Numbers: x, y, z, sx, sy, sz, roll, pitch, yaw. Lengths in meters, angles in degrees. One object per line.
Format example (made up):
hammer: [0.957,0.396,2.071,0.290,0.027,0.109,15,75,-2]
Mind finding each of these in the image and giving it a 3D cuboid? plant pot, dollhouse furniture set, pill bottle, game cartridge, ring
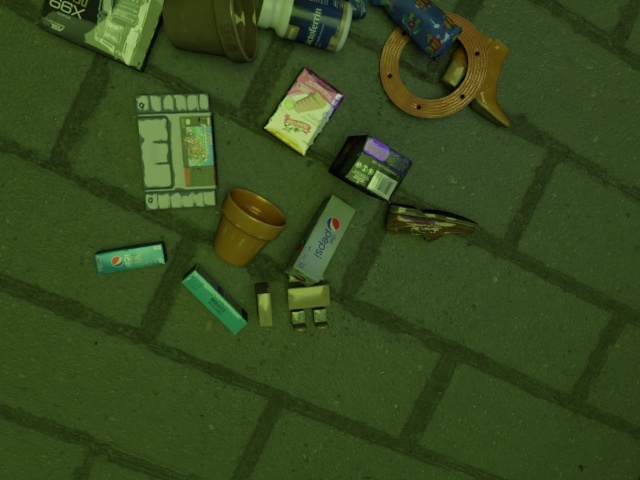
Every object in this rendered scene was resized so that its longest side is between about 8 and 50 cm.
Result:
plant pot: [-0.239,-0.030,1.768,0.205,0.205,0.188,28,110,-13]
dollhouse furniture set: [-0.086,0.195,1.835,0.242,0.161,0.212,-5,100,-8]
plant pot: [-0.321,-0.637,1.629,0.229,0.263,0.263,-3,101,9]
pill bottle: [-0.051,-0.670,1.689,0.265,0.153,0.153,10,98,-14]
game cartridge: [-0.442,-0.275,1.752,0.230,0.068,0.355,-3,100,-4]
ring: [0.359,-0.559,1.800,0.337,0.032,0.336,1,94,11]

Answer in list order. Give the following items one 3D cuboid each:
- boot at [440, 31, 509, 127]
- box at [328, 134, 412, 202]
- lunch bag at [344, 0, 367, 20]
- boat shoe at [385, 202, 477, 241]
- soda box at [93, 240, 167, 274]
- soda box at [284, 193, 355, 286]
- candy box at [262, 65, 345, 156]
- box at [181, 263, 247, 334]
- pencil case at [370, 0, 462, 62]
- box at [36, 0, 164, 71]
boot: [0.559,-0.531,1.843,0.295,0.104,0.211,37,93,-9]
box: [0.147,-0.225,1.744,0.165,0.270,0.143,29,94,-12]
lunch bag: [0.114,-0.735,1.754,0.065,0.067,0.098,-6,100,-8]
boat shoe: [0.369,-0.050,1.902,0.307,0.111,0.104,11,102,-1]
soda box: [-0.596,0.053,1.775,0.210,0.071,0.067,-9,100,-7]
soda box: [0.000,0.000,1.792,0.098,0.091,0.286,33,65,-13]
candy box: [-0.054,-0.406,1.783,0.159,0.071,0.233,33,94,-13]
box: [-0.339,0.189,1.826,0.060,0.100,0.244,-42,103,1]
pencil case: [0.289,-0.688,1.729,0.306,0.133,0.119,44,64,5]
box: [-0.627,-0.668,1.643,0.307,0.076,0.242,22,96,-12]
